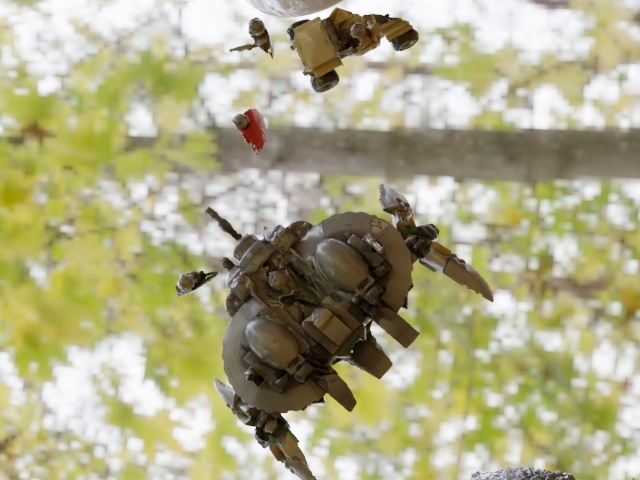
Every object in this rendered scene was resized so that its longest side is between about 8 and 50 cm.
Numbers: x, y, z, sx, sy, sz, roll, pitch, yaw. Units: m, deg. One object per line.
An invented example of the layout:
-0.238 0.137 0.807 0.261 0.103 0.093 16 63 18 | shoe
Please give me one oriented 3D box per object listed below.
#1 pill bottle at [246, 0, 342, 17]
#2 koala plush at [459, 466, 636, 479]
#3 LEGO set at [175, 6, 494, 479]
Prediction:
-0.049 -0.249 1.177 0.136 0.136 0.245 -64 -34 -25 | pill bottle
0.109 0.201 1.067 0.221 0.196 0.203 60 -173 -68 | koala plush
-0.002 -0.001 0.332 0.023 0.054 0.083 32 -139 -74 | LEGO set
